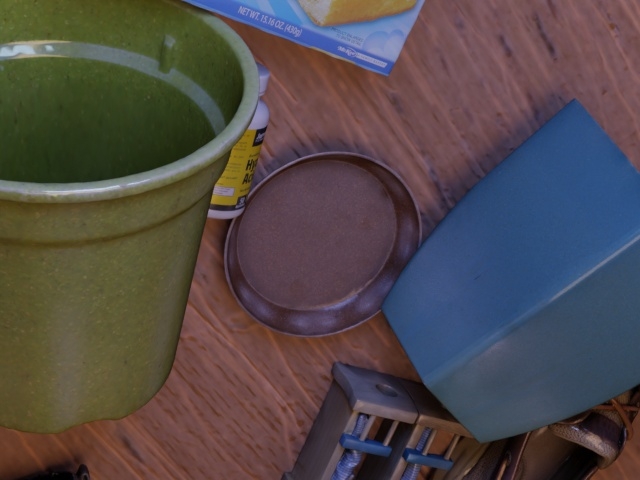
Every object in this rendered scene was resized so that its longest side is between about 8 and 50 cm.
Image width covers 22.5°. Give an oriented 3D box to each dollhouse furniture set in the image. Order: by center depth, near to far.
[{"bbox_3d":[0.070,0.215,1.361,0.129,0.184,0.129,15,110,-24],"label":"dollhouse furniture set"}]

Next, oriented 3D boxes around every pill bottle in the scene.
[{"bbox_3d":[-0.076,-0.080,1.232,0.065,0.065,0.116,7,114,-21],"label":"pill bottle"}]

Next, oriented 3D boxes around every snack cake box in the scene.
[{"bbox_3d":[-0.042,-0.238,1.150,0.264,0.089,0.152,17,110,-25],"label":"snack cake box"}]

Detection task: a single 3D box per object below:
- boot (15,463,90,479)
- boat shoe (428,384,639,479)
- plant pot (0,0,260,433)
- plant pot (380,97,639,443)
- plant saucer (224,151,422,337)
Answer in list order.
[{"bbox_3d":[-0.289,0.317,1.363,0.263,0.091,0.229,-23,115,-11],"label":"boot"},{"bbox_3d":[0.232,0.155,1.419,0.123,0.123,0.342,35,101,-29],"label":"boat shoe"},{"bbox_3d":[-0.188,-0.012,1.137,0.276,0.276,0.254,-5,128,-16],"label":"plant pot"},{"bbox_3d":[0.182,0.044,1.318,0.234,0.165,0.166,-37,132,8],"label":"plant pot"},{"bbox_3d":[0.000,0.000,1.320,0.168,0.029,0.168,-7,118,-14],"label":"plant saucer"}]
